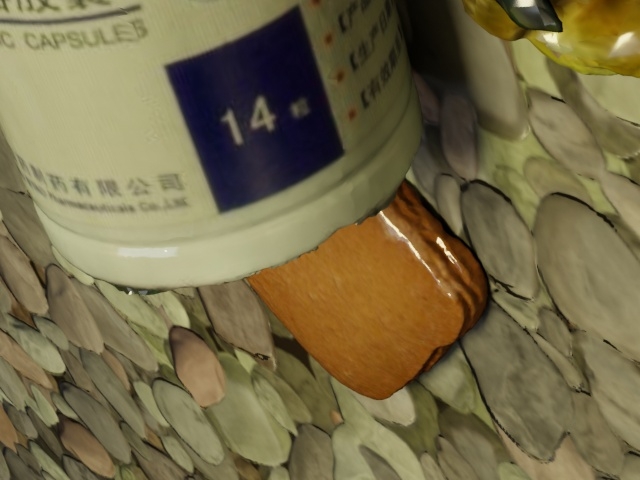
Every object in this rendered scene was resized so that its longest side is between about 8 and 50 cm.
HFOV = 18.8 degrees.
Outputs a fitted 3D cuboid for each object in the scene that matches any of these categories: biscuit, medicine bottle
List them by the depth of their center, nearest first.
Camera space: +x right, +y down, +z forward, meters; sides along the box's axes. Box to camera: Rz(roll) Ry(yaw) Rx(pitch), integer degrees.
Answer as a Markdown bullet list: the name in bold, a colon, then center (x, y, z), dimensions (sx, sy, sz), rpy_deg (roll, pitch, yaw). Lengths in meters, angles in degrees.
- **medicine bottle**: center (-0.081, -0.162, 0.819), dimensions (0.190, 0.190, 0.332), rpy_deg (24, 142, 44)
- **biscuit**: center (0.000, 0.000, 1.066), dimensions (0.186, 0.036, 0.192), rpy_deg (51, 153, 7)

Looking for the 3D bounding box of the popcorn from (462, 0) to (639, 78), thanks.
- **popcorn**: center (0.076, -0.157, 0.635), dimensions (0.195, 0.173, 0.168), rpy_deg (38, 130, 46)
